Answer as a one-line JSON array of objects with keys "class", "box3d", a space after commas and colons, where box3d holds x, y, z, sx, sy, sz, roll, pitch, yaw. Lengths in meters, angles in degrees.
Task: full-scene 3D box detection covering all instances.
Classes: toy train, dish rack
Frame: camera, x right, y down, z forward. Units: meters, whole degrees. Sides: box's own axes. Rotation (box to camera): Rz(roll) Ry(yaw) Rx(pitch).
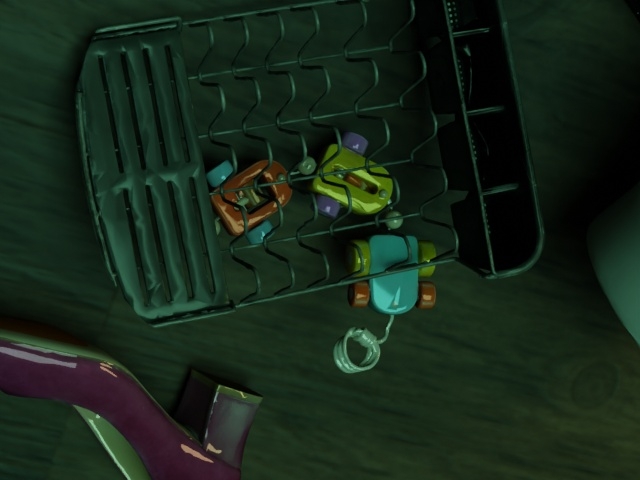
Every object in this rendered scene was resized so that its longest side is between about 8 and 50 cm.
[{"class": "toy train", "box3d": [0.000, 0.000, 1.039, 0.125, 0.046, 0.166, -40, 100, -13]}, {"class": "dish rack", "box3d": [-0.010, -0.059, 0.975, 0.271, 0.074, 0.208, -11, 91, -16]}]

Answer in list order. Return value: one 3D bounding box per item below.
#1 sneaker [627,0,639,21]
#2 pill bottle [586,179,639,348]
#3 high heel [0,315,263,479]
[{"class": "sneaker", "box3d": [0.279, -0.155, 1.099, 0.089, 0.051, 0.170, -41, 123, -3]}, {"class": "pill bottle", "box3d": [0.381, -0.053, 1.016, 0.224, 0.224, 0.392, 36, 118, -28]}, {"class": "high heel", "box3d": [-0.153, 0.125, 1.017, 0.244, 0.082, 0.117, 20, 91, -39]}]
